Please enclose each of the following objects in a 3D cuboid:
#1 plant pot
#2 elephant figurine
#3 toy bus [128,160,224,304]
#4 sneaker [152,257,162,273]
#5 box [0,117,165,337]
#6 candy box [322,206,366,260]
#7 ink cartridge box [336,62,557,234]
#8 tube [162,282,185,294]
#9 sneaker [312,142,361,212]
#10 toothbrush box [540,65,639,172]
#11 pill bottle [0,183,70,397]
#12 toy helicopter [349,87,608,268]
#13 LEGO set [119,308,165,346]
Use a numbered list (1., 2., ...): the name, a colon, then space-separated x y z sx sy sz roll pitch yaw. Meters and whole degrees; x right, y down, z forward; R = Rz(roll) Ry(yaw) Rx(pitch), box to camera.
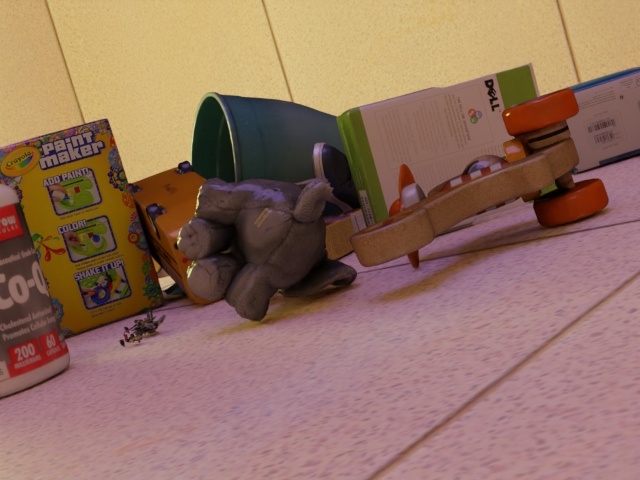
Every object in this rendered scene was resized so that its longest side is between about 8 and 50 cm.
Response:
1. plant pot: -0.055 -0.107 1.879 0.255 0.271 0.272 -4 1 -20
2. elephant figurine: -0.040 0.002 1.316 0.186 0.169 0.239 19 6 27
3. toy bus: -0.190 -0.020 1.652 0.108 0.130 0.333 -23 18 -14
4. sneaker: -0.342 0.014 2.202 0.131 0.112 0.296 -20 7 -32
5. box: -0.375 -0.017 1.736 0.177 0.279 0.290 -18 6 -15
6. candy box: 0.000 0.000 1.642 0.109 0.053 0.187 -14 5 32
7. ink cartridge box: 0.173 -0.113 1.550 0.255 0.188 0.097 -16 4 -8
8. tube: -0.133 0.039 1.710 0.207 0.052 0.080 -23 0 -10
9. sneaker: 0.092 -0.091 1.712 0.163 0.086 0.226 -11 -27 22
10. toothbrush box: 0.462 -0.202 1.884 0.216 0.126 0.295 -17 6 -1
11. pill bottle: -0.398 0.032 1.297 0.161 0.283 0.161 -17 6 2
12. toy helicopter: 0.138 -0.043 1.264 0.235 0.140 0.355 -14 8 41
13. LEGO set: -0.211 0.108 1.379 0.054 0.023 0.083 -15 18 34
